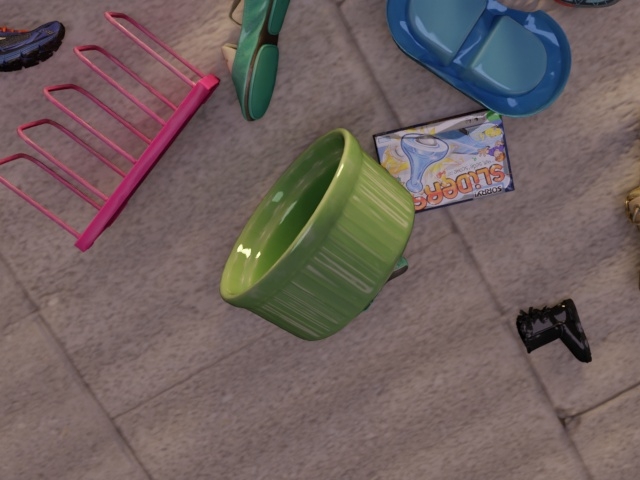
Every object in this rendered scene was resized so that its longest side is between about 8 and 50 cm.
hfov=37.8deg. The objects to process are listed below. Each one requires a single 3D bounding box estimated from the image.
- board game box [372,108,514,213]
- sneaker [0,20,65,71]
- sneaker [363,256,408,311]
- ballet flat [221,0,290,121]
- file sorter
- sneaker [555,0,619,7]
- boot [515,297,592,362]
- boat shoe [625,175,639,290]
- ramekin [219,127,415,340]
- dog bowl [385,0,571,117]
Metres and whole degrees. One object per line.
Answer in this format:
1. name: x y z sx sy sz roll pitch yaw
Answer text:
1. board game box: 0.195 -0.123 1.476 0.201 0.035 0.136 -14 104 0
2. sneaker: -0.489 -0.292 1.386 0.221 0.083 0.087 -16 96 -2
3. sneaker: 0.069 0.077 1.514 0.166 0.065 0.076 -24 120 7
4. ballet flat: -0.102 -0.307 1.406 0.087 0.083 0.247 19 104 22
5. file sorter: -0.311 -0.169 1.359 0.182 0.202 0.290 38 99 -9
6. sneaker: 0.317 -0.392 1.347 0.262 0.125 0.104 22 125 7
7. boot: 0.385 0.161 1.547 0.099 0.045 0.121 -21 96 0
8. boat shoe: 0.528 -0.056 1.474 0.098 0.109 0.302 7 97 1
9. ramekin: 0.000 0.000 1.369 0.148 0.303 0.303 36 100 -17
10. dog bowl: 0.229 -0.301 1.399 0.297 0.074 0.166 33 88 -6
